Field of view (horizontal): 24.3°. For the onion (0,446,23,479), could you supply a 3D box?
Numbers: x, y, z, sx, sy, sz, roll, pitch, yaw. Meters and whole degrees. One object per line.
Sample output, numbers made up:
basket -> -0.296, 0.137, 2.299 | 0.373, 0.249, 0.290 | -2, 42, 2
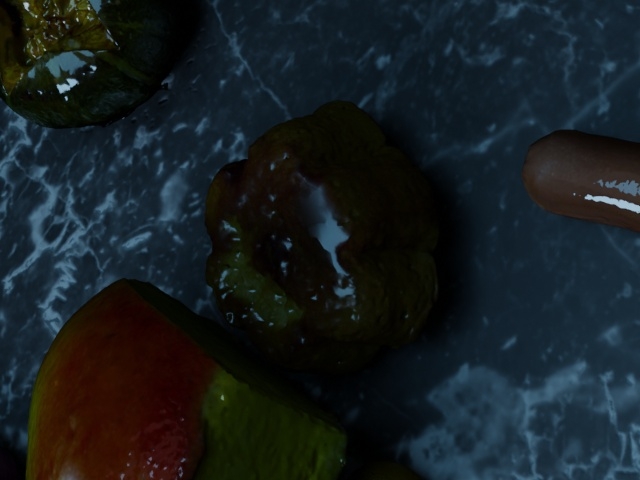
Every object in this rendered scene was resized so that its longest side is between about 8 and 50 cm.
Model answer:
onion -> -0.414, 0.310, 1.591 | 0.200, 0.200, 0.207 | 30, 106, 32

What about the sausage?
sausage -> 0.259, -0.046, 1.257 | 0.194, 0.077, 0.077 | 14, 92, 34

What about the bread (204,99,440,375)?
bread -> -0.004, 0.012, 1.385 | 0.232, 0.135, 0.247 | -47, 63, 34

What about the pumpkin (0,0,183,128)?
pumpkin -> -0.251, -0.231, 1.565 | 0.238, 0.159, 0.238 | 1, 93, 25

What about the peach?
peach -> -0.142, 0.222, 1.321 | 0.306, 0.242, 0.380 | -61, 38, 8

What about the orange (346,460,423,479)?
orange -> 0.059, 0.239, 1.351 | 0.085, 0.085, 0.085 | -5, 81, 33
